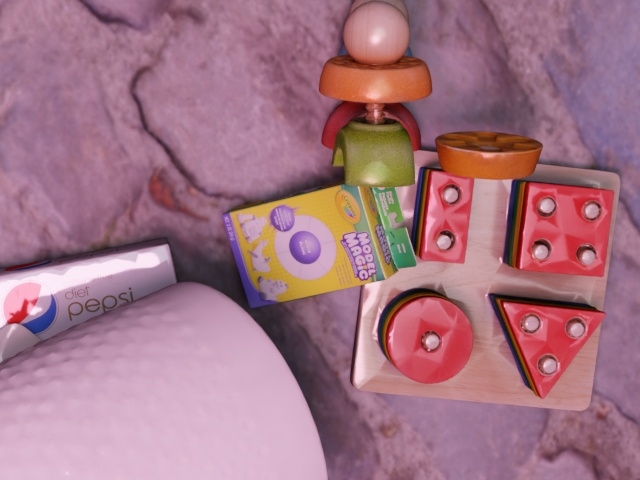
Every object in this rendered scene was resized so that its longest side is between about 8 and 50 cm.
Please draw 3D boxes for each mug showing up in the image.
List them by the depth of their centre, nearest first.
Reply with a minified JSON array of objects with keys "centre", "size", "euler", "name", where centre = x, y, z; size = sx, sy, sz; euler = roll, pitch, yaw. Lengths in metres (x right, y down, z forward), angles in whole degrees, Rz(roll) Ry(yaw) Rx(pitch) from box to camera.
[{"centre":[-0.194,0.265,1.217],"size":[0.328,0.276,0.374],"euler":[-24,111,-32],"name":"mug"}]

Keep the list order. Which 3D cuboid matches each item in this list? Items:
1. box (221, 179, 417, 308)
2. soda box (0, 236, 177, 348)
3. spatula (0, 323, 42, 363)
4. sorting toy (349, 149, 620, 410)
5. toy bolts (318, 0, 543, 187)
[{"centre":[0.000,0.000,1.371],"size":[0.179,0.043,0.105],"euler":[-14,98,23],"name":"box"},{"centre":[-0.250,0.054,1.373],"size":[0.216,0.069,0.074],"euler":[-11,98,-7],"name":"soda box"},{"centre":[-0.331,0.204,1.371],"size":[0.242,0.019,0.168],"euler":[-40,119,9],"name":"spatula"},{"centre":[0.176,0.045,1.417],"size":[0.257,0.089,0.255],"euler":[6,95,-8],"name":"sorting toy"},{"centre":[0.092,-0.154,1.316],"size":[0.218,0.228,0.158],"euler":[-1,106,-13],"name":"toy bolts"}]
